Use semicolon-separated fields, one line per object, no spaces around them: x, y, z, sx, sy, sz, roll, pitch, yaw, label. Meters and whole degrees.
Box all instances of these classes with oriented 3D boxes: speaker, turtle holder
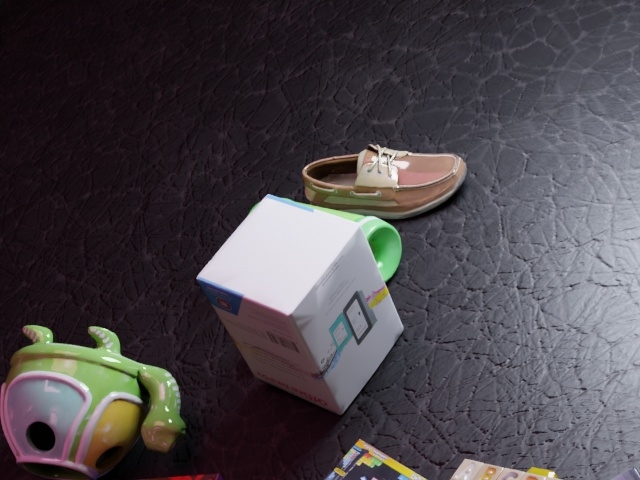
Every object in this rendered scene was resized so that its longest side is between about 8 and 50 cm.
0.000;0.000;2.199;0.296;0.131;0.131;13;56;43;speaker
-0.390;0.295;2.092;0.320;0.243;0.227;14;64;-5;turtle holder

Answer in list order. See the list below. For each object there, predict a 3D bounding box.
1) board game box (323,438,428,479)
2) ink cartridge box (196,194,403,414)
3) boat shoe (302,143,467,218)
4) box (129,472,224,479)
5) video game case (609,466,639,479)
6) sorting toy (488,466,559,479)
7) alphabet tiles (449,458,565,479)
0.075;0.384;1.782;0.141;0.048;0.170;-46;39;-19;board game box
-0.026;0.104;1.962;0.198;0.270;0.197;19;59;35;ink cartridge box
0.108;-0.113;2.255;0.324;0.116;0.123;-10;43;26;boat shoe
-0.296;0.475;1.932;0.293;0.057;0.201;-10;43;26;box
0.318;0.423;1.525;0.274;0.026;0.196;-33;36;8;video game case
0.306;0.424;1.590;0.229;0.041;0.307;-24;38;17;sorting toy
0.223;0.384;1.628;0.237;0.009;0.198;1;42;52;alphabet tiles
